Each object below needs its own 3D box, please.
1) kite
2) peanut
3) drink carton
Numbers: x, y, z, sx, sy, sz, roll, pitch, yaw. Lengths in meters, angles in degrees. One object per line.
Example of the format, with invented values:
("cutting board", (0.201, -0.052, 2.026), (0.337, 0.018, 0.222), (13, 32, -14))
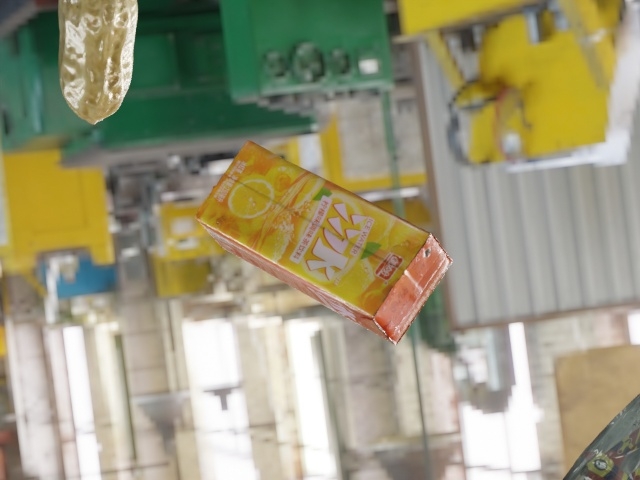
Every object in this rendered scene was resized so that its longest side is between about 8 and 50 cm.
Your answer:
("kite", (0.233, 0.184, 1.189), (0.015, 0.141, 0.245), (36, 180, -16))
("peanut", (-0.240, -0.221, 1.788), (0.083, 0.194, 0.093), (-12, -160, -42))
("drink carton", (0.000, 0.000, 1.499), (0.223, 0.096, 0.071), (28, 168, 32))
